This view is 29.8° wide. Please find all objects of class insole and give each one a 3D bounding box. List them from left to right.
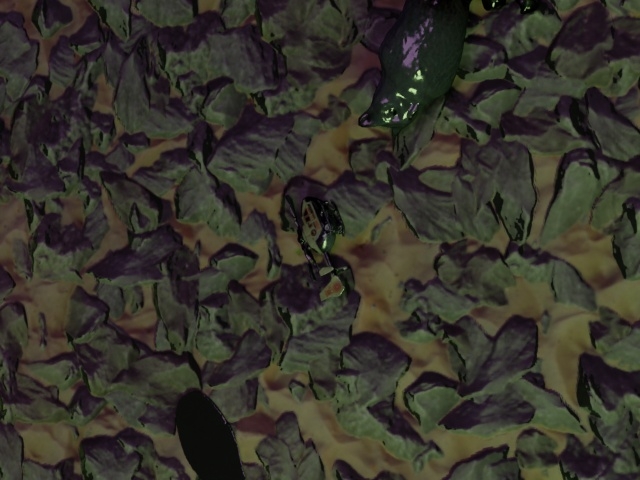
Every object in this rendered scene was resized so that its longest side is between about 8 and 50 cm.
[{"bbox_3d":[-0.104,0.246,1.260,0.064,0.004,0.188,-29,75,20],"label":"insole"}]

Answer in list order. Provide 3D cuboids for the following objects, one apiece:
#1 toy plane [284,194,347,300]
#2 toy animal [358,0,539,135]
[{"bbox_3d":[0.000,0.000,1.219,0.049,0.031,0.120,-29,72,26],"label":"toy plane"},{"bbox_3d":[0.093,-0.206,1.162,0.210,0.121,0.117,-51,49,20],"label":"toy animal"}]
